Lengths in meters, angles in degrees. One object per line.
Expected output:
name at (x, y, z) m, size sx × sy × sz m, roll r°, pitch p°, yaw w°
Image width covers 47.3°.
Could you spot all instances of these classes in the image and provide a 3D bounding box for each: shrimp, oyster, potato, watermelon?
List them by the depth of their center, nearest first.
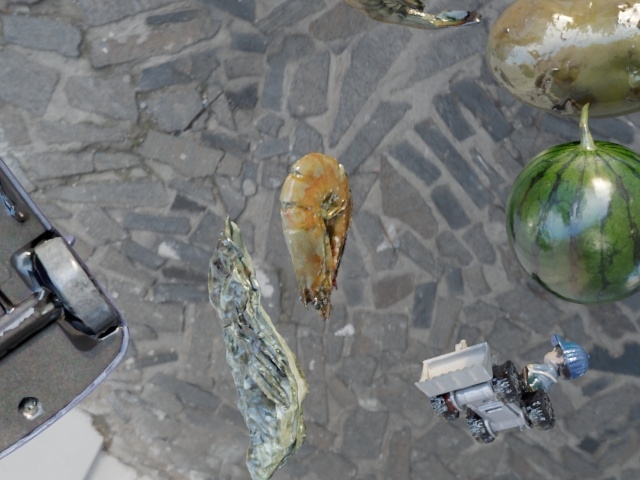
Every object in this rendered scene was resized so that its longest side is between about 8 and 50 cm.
oyster at (-0.068, 0.103, 0.801) m, size 0.087 × 0.199 × 0.252 m, roll -13°, pitch 111°, yaw -8°
shrimp at (0.116, -0.283, 0.825) m, size 0.150 × 0.217 × 0.051 m, roll 24°, pitch 81°, yaw -33°
watermelon at (0.307, -0.031, 0.833) m, size 0.188 × 0.188 × 0.215 m, roll -5°, pitch 120°, yaw 6°
potato at (0.345, -0.238, 0.939) m, size 0.262 × 0.165 × 0.165 m, roll 2°, pitch 117°, yaw 19°
shrimp at (0.001, 0.000, 1.202) m, size 0.062 × 0.154 × 0.294 m, roll 21°, pitch 122°, yaw 42°

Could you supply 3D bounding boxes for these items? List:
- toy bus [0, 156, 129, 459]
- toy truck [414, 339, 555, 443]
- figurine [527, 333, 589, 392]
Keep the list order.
toy bus at (-0.226, -0.028, 0.372) m, size 0.125 × 0.133 × 0.292 m, roll -36°, pitch 100°, yaw -13°
toy truck at (0.250, 0.223, 1.107) m, size 0.136 × 0.111 × 0.286 m, roll -23°, pitch 138°, yaw 26°
figurine at (0.446, 0.249, 1.410) m, size 0.149 × 0.087 × 0.086 m, roll -38°, pitch 128°, yaw -11°
